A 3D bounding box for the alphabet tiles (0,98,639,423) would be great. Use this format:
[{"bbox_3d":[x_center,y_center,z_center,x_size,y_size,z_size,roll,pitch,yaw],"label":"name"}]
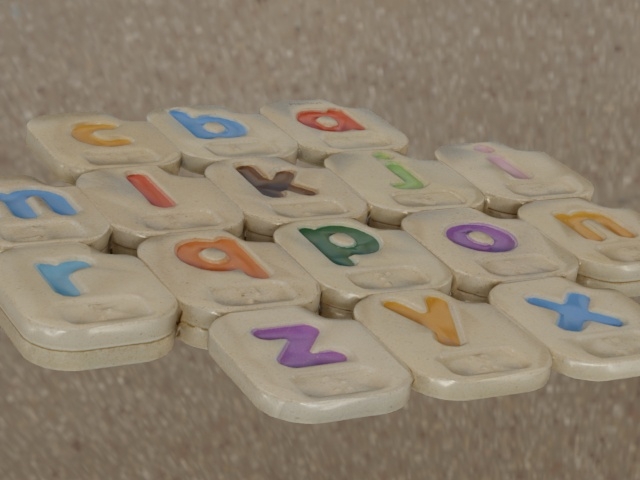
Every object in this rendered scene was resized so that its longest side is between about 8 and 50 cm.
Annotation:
[{"bbox_3d":[0.000,0.000,0.696,0.284,0.021,0.278,-6,26,-27],"label":"alphabet tiles"}]
